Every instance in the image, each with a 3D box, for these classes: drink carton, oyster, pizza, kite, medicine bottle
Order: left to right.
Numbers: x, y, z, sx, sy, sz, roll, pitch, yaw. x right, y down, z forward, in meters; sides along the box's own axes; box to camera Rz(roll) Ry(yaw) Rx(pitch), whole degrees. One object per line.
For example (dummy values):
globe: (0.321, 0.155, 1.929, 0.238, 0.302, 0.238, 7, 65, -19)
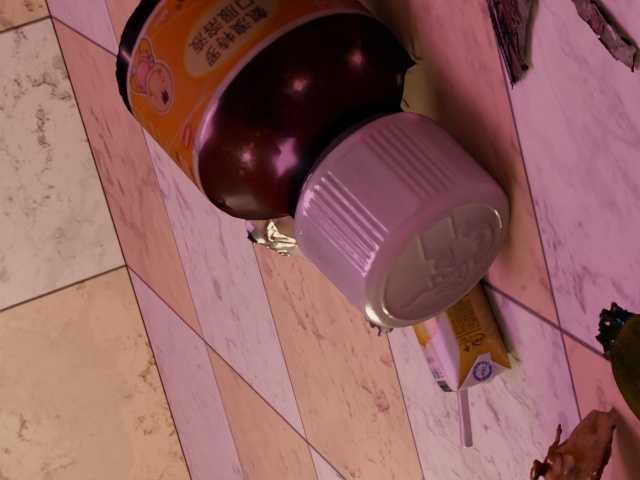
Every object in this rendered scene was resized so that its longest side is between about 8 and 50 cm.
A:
medicine bottle: (0.003, -0.104, 1.789, 0.395, 0.242, 0.242, 41, 151, 33)
oyster: (0.006, -0.009, 2.082, 0.275, 0.100, 0.271, 36, 158, -21)
drink carton: (0.133, 0.094, 1.847, 0.084, 0.074, 0.200, 156, 93, -76)
kite: (0.158, -0.233, 1.467, 0.335, 0.011, 0.314, 90, 154, -54)
pizza: (0.185, 0.252, 1.618, 0.147, 0.069, 0.226, -36, -36, -72)

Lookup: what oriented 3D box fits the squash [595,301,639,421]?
squash: (0.279, 0.121, 1.366, 0.331, 0.087, 0.087, -137, 30, -59)
